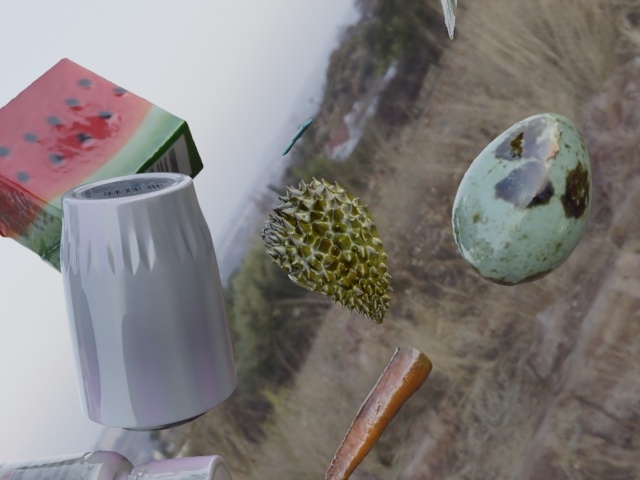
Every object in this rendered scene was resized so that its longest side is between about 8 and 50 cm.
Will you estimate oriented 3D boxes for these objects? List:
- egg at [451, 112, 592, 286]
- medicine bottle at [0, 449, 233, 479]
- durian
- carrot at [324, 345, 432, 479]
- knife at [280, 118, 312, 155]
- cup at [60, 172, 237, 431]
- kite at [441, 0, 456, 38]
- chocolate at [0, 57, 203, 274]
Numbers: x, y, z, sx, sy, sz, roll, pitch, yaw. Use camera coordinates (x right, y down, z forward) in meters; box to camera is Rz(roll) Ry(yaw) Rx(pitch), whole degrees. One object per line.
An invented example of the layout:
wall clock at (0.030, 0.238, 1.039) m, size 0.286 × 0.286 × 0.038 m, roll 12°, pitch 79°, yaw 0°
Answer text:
egg at (0.263, -0.053, 1.178) m, size 0.169 × 0.169 × 0.231 m, roll -119°, pitch 51°, yaw -85°
medicine bottle at (-0.254, 0.368, 1.069) m, size 0.241 × 0.301 × 0.241 m, roll -8°, pitch -90°, yaw -86°
durian at (0.000, 0.000, 1.486) m, size 0.306 × 0.166 × 0.172 m, roll 27°, pitch 77°, yaw 43°
carrot at (0.065, 0.236, 1.166) m, size 0.224 × 0.057 × 0.057 m, roll -53°, pitch 2°, yaw -25°
knife at (-0.024, -0.106, 0.945) m, size 0.014 × 0.005 × 0.091 m, roll -35°, pitch -2°, yaw -23°
cup at (-0.274, 0.093, 1.445) m, size 0.253 × 0.253 × 0.372 m, roll -75°, pitch -20°, yaw -75°
kite at (0.137, -0.411, 1.058) m, size 0.327 × 0.013 × 0.378 m, roll -91°, pitch -8°, yaw -61°
chocolate at (-0.453, -0.142, 1.701) m, size 0.360 × 0.341 × 0.161 m, roll -52°, pitch -16°, yaw -34°
